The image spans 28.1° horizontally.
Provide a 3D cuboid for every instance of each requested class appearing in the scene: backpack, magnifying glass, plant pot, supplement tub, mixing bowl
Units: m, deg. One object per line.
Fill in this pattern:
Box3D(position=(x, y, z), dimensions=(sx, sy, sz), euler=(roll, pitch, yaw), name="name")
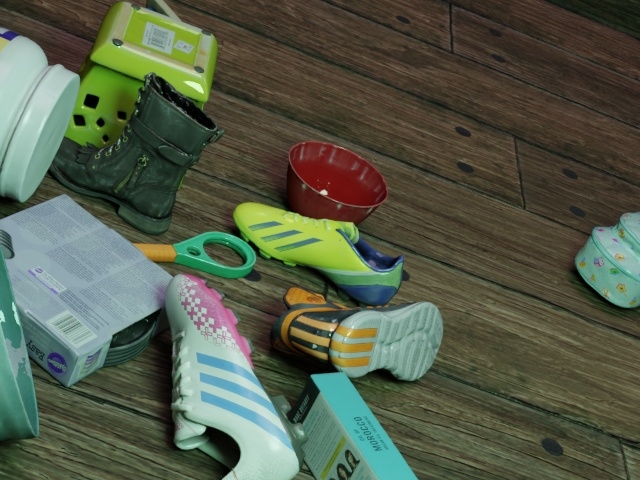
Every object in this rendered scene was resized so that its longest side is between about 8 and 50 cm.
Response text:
Box3D(position=(0.566, 0.038, 2.348), dimensions=(0.188, 0.144, 0.166), euler=(-12, 53, -41), name="backpack")
Box3D(position=(-0.201, 0.019, 1.936), dimensions=(0.231, 0.026, 0.092), euler=(1, 40, -34), name="magnifying glass")
Box3D(position=(-0.445, 0.102, 1.434), dimensions=(0.196, 0.293, 0.293), euler=(-13, 43, -10), name="plant pot")
Box3D(position=(-0.538, -0.212, 1.828), dimensions=(0.331, 0.241, 0.241), euler=(23, 31, -4), name="supplement tub")
Box3D(position=(0.014, -0.076, 2.159), dimensions=(0.181, 0.098, 0.181), euler=(18, 33, -12), name="mixing bowl")
Box3D(position=(-0.291, -0.250, 2.096), dimensions=(0.227, 0.207, 0.228), euler=(20, 33, -11), name="plant pot")

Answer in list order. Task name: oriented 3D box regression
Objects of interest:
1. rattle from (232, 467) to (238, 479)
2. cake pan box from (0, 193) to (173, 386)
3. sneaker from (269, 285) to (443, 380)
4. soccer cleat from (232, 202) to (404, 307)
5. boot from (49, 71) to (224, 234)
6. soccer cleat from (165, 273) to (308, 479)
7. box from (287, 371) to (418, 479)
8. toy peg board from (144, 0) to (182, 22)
Box3D(position=(-0.028, 0.361, 1.500), dimensions=(0.199, 0.130, 0.143), euler=(21, 75, -27), name="rattle")
Box3D(position=(-0.342, 0.061, 1.735), dimensions=(0.267, 0.070, 0.246), euler=(35, 35, 15), name="cake pan box")
Box3D(position=(0.047, 0.122, 1.867), dimensions=(0.180, 0.125, 0.321), euler=(18, 2, 32), name="sneaker")
Box3D(position=(0.001, 0.000, 2.015), dimensions=(0.289, 0.121, 0.093), euler=(29, 32, 5), name="soccer cleat")
Box3D(position=(-0.285, -0.156, 1.938), dimensions=(0.263, 0.229, 0.091), euler=(31, 32, 8), name="boot")
Box3D(position=(-0.145, 0.181, 1.632), dimensions=(0.143, 0.116, 0.331), euler=(-23, 58, -20), name="soccer cleat")
Box3D(position=(0.048, 0.290, 1.643), dimensions=(0.060, 0.100, 0.244), euler=(0, 40, -38), name="box")
Box3D(position=(-0.296, -0.326, 2.262), dimensions=(0.079, 0.161, 0.161), euler=(-19, 51, -30), name="toy peg board")
